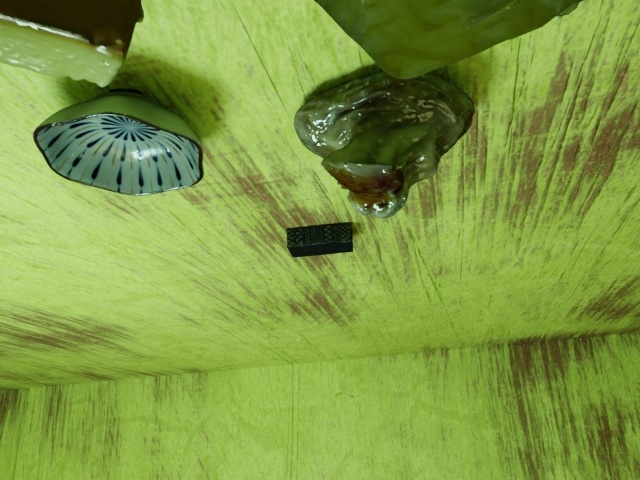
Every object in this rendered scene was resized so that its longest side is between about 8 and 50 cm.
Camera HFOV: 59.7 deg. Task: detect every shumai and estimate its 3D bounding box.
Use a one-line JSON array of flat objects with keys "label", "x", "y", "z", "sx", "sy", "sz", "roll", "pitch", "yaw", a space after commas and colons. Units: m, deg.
[{"label": "shumai", "x": 0.070, "y": -0.101, "z": 0.634, "sx": 0.209, "sy": 0.153, "sz": 0.161, "roll": -3, "pitch": 151, "yaw": 8}]

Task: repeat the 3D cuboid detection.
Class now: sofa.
[{"label": "sofa", "x": 0.000, "y": 0.000, "z": 1.015, "sx": 0.118, "sy": 0.039, "sz": 0.060, "roll": -5, "pitch": 157, "yaw": 6}]

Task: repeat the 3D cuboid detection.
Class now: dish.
[{"label": "dish", "x": -0.224, "y": -0.120, "z": 0.646, "sx": 0.190, "sy": 0.066, "sz": 0.191, "roll": -1, "pitch": 159, "yaw": 0}]

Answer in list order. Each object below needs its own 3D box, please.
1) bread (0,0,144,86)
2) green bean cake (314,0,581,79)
[{"label": "bread", "x": -0.292, "y": -0.198, "z": 0.342, "sx": 0.361, "sy": 0.138, "sz": 0.077, "roll": 8, "pitch": 158, "yaw": -24}, {"label": "green bean cake", "x": 0.083, "y": -0.224, "z": 0.349, "sx": 0.233, "sy": 0.124, "sz": 0.236, "roll": -18, "pitch": 154, "yaw": 32}]
